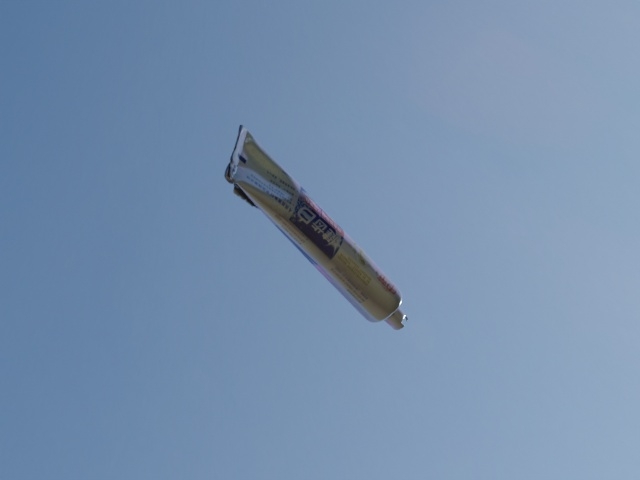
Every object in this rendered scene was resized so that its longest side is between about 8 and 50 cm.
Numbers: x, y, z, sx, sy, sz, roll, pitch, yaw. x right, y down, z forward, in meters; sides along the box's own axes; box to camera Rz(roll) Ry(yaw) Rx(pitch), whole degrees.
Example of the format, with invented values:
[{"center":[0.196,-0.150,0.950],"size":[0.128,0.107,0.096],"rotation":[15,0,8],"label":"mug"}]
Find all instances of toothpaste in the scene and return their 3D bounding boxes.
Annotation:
[{"center":[0.000,0.000,0.968],"size":[0.028,0.045,0.170],"rotation":[-20,-51,35],"label":"toothpaste"}]
